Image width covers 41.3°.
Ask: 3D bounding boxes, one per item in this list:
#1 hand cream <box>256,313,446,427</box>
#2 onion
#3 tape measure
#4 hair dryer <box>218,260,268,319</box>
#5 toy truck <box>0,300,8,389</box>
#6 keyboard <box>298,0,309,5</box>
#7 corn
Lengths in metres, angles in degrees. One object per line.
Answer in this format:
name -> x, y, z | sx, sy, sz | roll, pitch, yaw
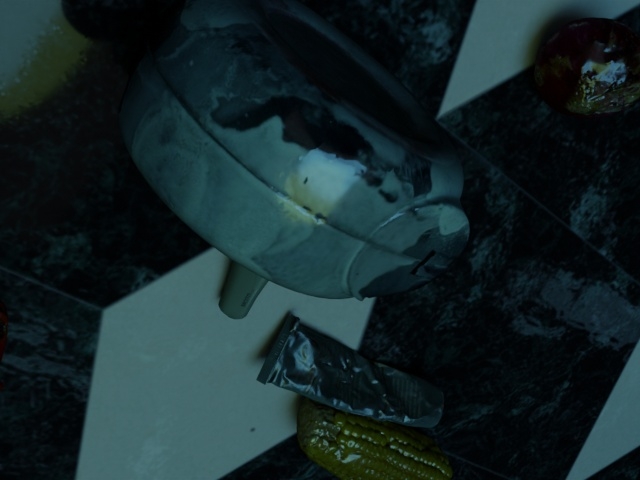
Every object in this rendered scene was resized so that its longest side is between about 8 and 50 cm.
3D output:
hand cream -> 0.049, 0.157, 0.947 | 0.248, 0.052, 0.075 | 26, 65, -32
onion -> 0.263, -0.168, 0.826 | 0.107, 0.097, 0.107 | 6, 135, 6
tape measure -> -0.015, -0.071, 0.637 | 0.275, 0.256, 0.147 | 32, 112, -20
hair dryer -> -0.017, 0.013, 0.849 | 0.199, 0.067, 0.167 | 11, 126, -48
toy truck -> -0.344, 0.167, 0.735 | 0.107, 0.114, 0.252 | 9, 118, -29
keyboard -> -0.085, -0.234, 0.659 | 0.198, 0.010, 0.063 | 32, 106, -38
corn -> 0.069, 0.255, 1.012 | 0.097, 0.097, 0.262 | -48, 128, 10
